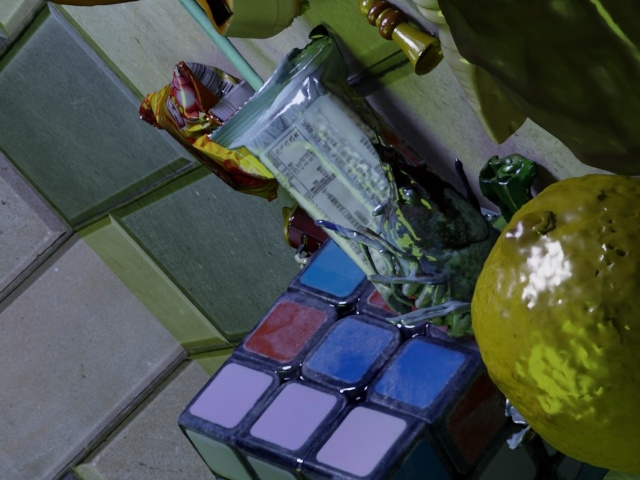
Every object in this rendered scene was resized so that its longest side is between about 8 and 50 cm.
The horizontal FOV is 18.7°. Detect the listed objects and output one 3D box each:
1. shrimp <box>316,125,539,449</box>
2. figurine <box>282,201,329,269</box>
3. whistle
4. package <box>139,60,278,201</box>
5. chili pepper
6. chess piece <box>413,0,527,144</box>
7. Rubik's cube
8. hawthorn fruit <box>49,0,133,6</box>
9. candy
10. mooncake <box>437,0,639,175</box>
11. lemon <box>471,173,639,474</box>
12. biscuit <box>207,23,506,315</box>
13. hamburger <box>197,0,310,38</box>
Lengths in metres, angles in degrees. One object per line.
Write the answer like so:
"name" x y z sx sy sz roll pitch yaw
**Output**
"shrimp" 0.146 0.049 2.068 0.166 0.221 0.410 -33 114 33
"figurine" -0.001 -0.001 2.584 0.154 0.098 0.082 25 158 43
"whistle" 0.085 -0.217 1.997 0.109 0.057 0.046 45 121 31
"package" -0.117 -0.141 2.526 0.223 0.108 0.288 42 171 -7
"chili pepper" 0.254 0.017 2.052 0.253 0.083 0.099 53 166 -7
"chess piece" 0.151 -0.184 1.800 0.090 0.090 0.200 26 155 47
"Rubik's cube" 0.101 0.248 2.408 0.362 0.359 0.363 19 150 42
"hawthorn fruit" -0.163 -0.391 1.430 0.472 0.472 0.472 41 163 15
"candy" -0.107 -0.224 2.342 0.440 0.119 0.119 49 165 13
"mooncake" 0.218 -0.186 1.531 0.284 0.155 0.284 43 164 16
"lemon" 0.286 0.083 1.824 0.322 0.268 0.268 51 163 -25
"biscuit" 0.045 -0.074 2.196 0.309 0.186 0.079 45 -161 1
"hamburger" -0.084 -0.296 2.073 0.173 0.116 0.210 53 167 1
